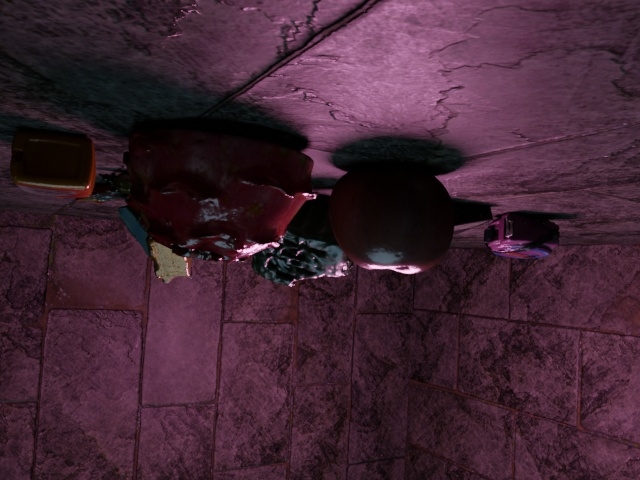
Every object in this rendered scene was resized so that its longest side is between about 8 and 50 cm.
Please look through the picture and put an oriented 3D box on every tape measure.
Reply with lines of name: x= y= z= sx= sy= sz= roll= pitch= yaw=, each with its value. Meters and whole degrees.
tape measure: x=0.723 y=-0.021 z=2.030 sx=0.231 sy=0.149 sz=0.245 roll=7 pitch=168 yaw=-14

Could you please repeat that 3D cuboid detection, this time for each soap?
soap: x=-0.463 y=-0.017 z=1.760 sx=0.169 sy=0.304 sz=0.339 roll=0 pitch=177 yaw=-5

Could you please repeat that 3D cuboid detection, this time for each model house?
model house: x=-0.563 y=-0.084 z=2.058 sx=0.241 sy=0.226 sz=0.261 roll=-36 pitch=-162 yaw=-23

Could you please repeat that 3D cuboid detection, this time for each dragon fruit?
dragon fruit: x=-0.198 y=-0.083 z=1.122 sx=0.386 sy=0.249 sz=0.371 roll=10 pitch=178 yaw=-44

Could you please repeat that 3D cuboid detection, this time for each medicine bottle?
medicine bottle: x=-0.554 y=-0.152 z=1.192 sx=0.149 sy=0.112 sz=0.222 roll=4 pitch=176 yaw=-20

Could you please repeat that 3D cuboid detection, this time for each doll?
doll: x=-0.681 y=-0.152 z=1.794 sx=0.169 sy=0.057 sz=0.109 roll=-15 pitch=-176 yaw=33

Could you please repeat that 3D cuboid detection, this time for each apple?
apple: x=0.163 y=-0.044 z=1.327 sx=0.306 sy=0.235 sz=0.306 roll=4 pitch=175 yaw=0

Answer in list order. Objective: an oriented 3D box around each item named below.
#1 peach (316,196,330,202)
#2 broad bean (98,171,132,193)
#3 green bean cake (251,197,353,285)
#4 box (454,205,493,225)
peach: x=-0.023 y=-0.074 z=1.845 sx=0.152 sy=0.152 sz=0.152 roll=3 pitch=176 yaw=0
broad bean: x=-0.434 y=-0.148 z=1.564 sx=0.339 sy=0.061 sz=0.077 roll=4 pitch=165 yaw=-11
green bean cake: x=-0.043 y=0.018 z=1.715 sx=0.308 sy=0.169 sz=0.300 roll=17 pitch=140 yaw=2
box: x=0.363 y=-0.045 z=1.828 sx=0.350 sy=0.058 sz=0.211 roll=-8 pitch=169 yaw=-26
